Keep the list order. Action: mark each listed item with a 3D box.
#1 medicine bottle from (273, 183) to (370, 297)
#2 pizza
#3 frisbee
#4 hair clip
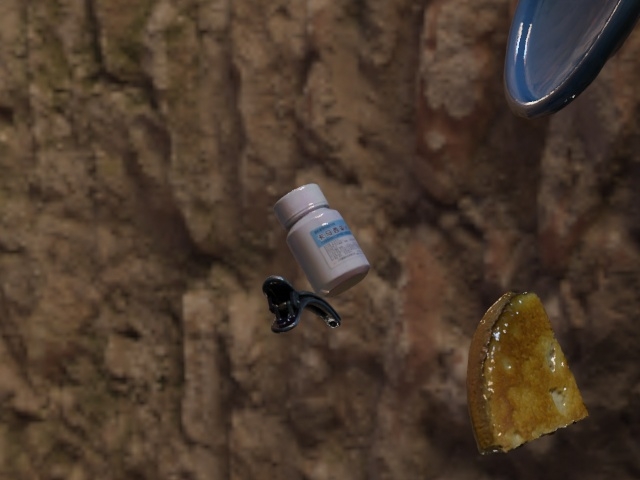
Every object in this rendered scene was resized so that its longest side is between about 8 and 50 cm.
[{"bbox_3d":[0.000,0.000,1.128,0.089,0.052,0.052,60,-18,14],"label":"medicine bottle"},{"bbox_3d":[0.180,0.134,1.213,0.046,0.134,0.175,-28,-154,46],"label":"pizza"},{"bbox_3d":[0.241,-0.229,1.125,0.289,0.049,0.289,-159,-90,-78],"label":"frisbee"},{"bbox_3d":[-0.015,0.086,1.715,0.229,0.039,0.070,13,62,-70],"label":"hair clip"}]
